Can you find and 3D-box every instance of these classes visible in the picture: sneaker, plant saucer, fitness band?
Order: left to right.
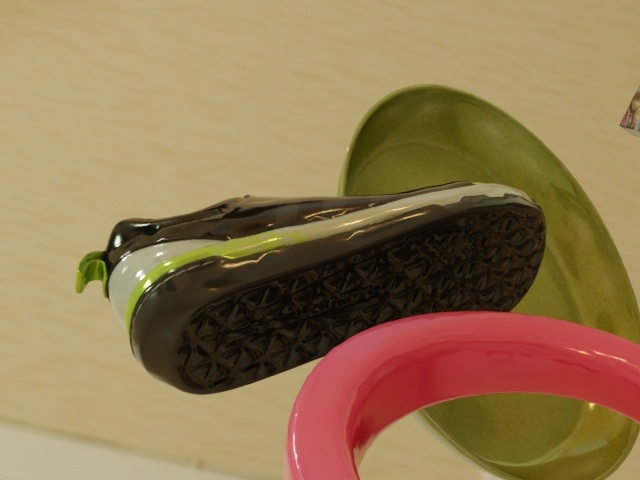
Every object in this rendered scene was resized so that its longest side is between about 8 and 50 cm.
[{"bbox_3d":[0.000,0.000,0.781,0.097,0.234,0.084,47,135,43],"label":"sneaker"},{"bbox_3d":[0.090,0.028,0.916,0.037,0.241,0.241,-32,40,39],"label":"plant saucer"},{"bbox_3d":[0.100,0.115,0.620,0.291,0.209,0.054,-119,25,-54],"label":"fitness band"}]

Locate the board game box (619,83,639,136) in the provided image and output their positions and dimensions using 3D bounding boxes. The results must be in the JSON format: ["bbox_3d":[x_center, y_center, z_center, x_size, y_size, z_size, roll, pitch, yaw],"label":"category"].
[{"bbox_3d":[0.270,-0.113,1.205,0.090,0.020,0.090,23,85,59],"label":"board game box"}]
